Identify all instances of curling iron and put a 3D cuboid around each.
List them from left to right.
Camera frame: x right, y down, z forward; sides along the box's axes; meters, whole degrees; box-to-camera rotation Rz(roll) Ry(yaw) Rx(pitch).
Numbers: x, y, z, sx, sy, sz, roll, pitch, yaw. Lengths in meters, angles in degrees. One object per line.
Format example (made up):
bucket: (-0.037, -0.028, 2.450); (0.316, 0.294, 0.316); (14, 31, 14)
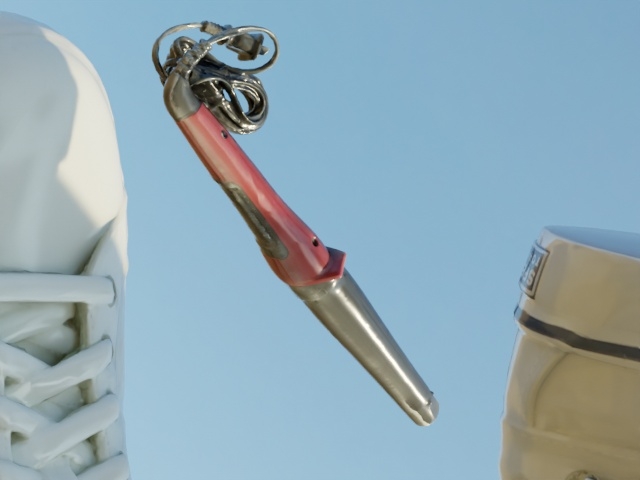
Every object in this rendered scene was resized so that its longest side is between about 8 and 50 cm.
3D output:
curling iron: (0.000, 0.000, 0.758); (0.035, 0.068, 0.274); (12, -39, 52)

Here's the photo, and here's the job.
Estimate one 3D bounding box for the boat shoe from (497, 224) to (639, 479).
boat shoe: (0.170, 0.062, 0.357); (0.258, 0.095, 0.084); (14, -82, 19)

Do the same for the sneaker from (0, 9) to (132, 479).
sneaker: (-0.078, 0.082, 0.422); (0.123, 0.106, 0.290); (11, -83, 41)
